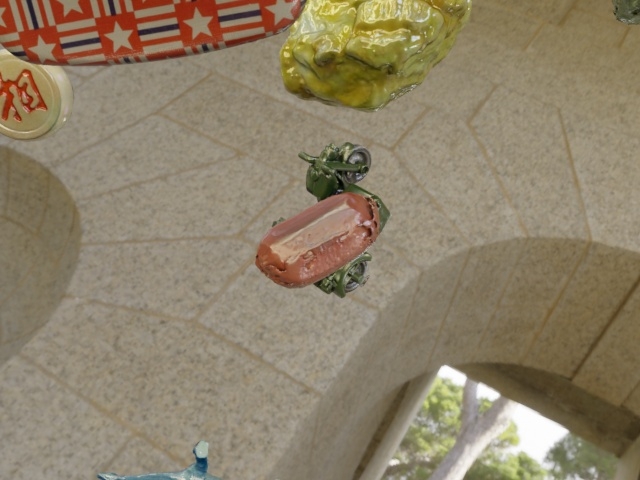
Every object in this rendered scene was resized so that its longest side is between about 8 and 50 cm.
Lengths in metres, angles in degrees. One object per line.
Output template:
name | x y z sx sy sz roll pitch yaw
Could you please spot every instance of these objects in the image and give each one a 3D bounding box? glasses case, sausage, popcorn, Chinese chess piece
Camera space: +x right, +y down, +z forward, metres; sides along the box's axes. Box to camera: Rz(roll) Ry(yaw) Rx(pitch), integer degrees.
glasses case | -0.102 -0.146 0.398 0.194 0.049 0.073 -4 -69 8
sausage | 0.000 0.000 0.698 0.076 0.141 0.076 54 -12 17
popcorn | 0.112 -0.363 1.191 0.334 0.294 0.292 -26 -39 33
Chinese chess piece | -0.388 -0.191 0.874 0.122 0.051 0.122 0 -68 -1

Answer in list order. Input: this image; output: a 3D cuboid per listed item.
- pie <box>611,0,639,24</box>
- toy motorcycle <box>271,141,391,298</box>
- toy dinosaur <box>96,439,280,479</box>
pie | 0.216 -0.235 0.434 0.041 0.187 0.187 11 -47 38
toy motorcycle | 0.028 -0.038 1.152 0.205 0.275 0.127 33 1 43
toy dinosaur | -0.134 0.349 0.894 0.328 0.076 0.144 23 -46 -11
